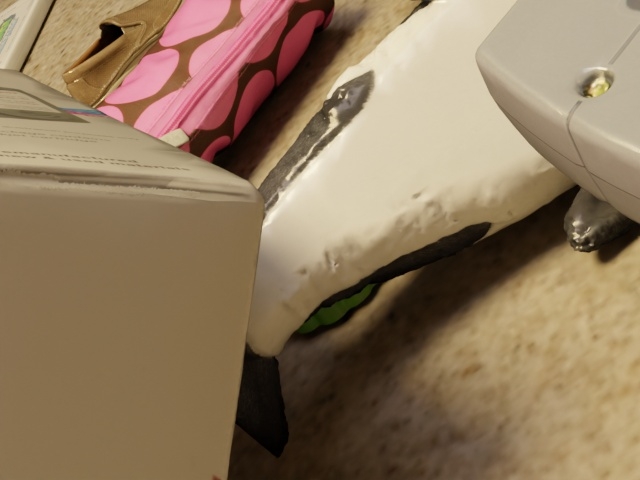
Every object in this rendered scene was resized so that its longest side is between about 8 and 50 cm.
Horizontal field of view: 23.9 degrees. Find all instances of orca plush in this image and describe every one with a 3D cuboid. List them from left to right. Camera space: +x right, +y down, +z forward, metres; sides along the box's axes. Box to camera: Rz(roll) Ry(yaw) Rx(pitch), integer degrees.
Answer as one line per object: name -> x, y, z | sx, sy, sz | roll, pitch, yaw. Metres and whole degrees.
orca plush -> 0.064, -0.025, 0.653 | 0.151, 0.102, 0.287 | 35, 85, 17

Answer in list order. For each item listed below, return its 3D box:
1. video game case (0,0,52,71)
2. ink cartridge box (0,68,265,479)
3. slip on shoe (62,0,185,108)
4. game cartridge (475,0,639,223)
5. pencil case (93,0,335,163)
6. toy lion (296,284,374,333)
video game case -> -0.313, -0.158, 1.370 | 0.143, 0.019, 0.157 | -28, 30, 26
ink cartridge box -> -0.150, 0.054, 0.618 | 0.306, 0.131, 0.226 | 24, 110, 60
slip on shoe -> -0.142, -0.150, 1.112 | 0.051, 0.041, 0.135 | -2, 46, 51
game cartridge -> 0.200, -0.068, 0.478 | 0.297, 0.062, 0.198 | 22, 71, 47
pencil case -> -0.071, -0.088, 0.879 | 0.209, 0.095, 0.098 | -57, 0, -27
toy lion -> 0.000, 0.000, 0.724 | 0.096, 0.034, 0.100 | 8, 54, 48
